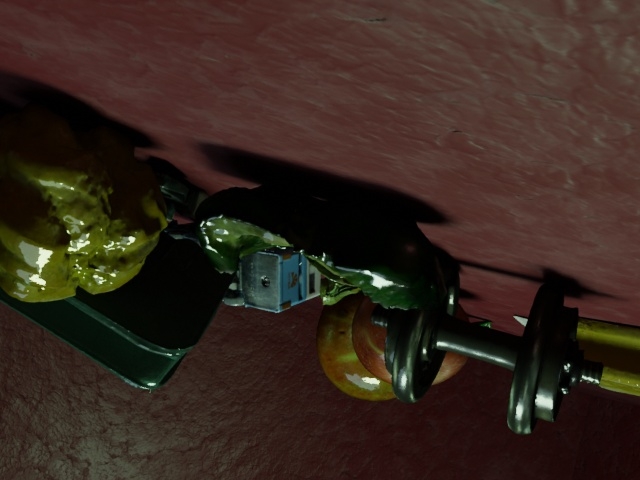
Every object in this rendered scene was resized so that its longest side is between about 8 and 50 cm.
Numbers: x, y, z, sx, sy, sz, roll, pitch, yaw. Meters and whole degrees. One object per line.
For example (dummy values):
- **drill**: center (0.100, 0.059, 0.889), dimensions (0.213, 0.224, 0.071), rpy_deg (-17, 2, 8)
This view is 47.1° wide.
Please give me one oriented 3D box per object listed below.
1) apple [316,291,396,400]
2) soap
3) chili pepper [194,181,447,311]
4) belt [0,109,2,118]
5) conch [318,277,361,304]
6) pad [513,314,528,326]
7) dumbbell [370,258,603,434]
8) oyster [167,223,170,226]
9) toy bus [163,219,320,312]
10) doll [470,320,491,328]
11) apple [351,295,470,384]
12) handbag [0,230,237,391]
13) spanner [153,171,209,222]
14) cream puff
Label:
- **apple**: center (0.107, 0.187, 1.440), dimensions (0.246, 0.246, 0.226), rpy_deg (17, 175, -6)
- **soap**: center (0.519, 0.192, 1.071), dimensions (0.199, 0.091, 0.315), rpy_deg (25, 168, -38)
- **chili pepper**: center (0.005, -0.006, 0.752), dimensions (0.264, 0.116, 0.148), rpy_deg (14, 160, 13)
- **belt**: center (-0.444, -0.121, 0.765), dimensions (0.230, 0.126, 0.140), rpy_deg (24, -163, -42)
- **conch**: center (0.041, 0.081, 1.309), dimensions (0.121, 0.074, 0.089), rpy_deg (-6, -166, 2)
- **pad**: center (0.456, 0.176, 1.369), dimensions (0.156, 0.004, 0.232), rpy_deg (12, 171, 31)
- **dumbbell**: center (0.200, 0.129, 0.916), dimensions (0.289, 0.192, 0.192), rpy_deg (13, 171, 22)
- **oyster**: center (-0.356, -0.033, 1.489), dimensions (0.132, 0.029, 0.086), rpy_deg (23, 164, -21)
- **toy bus**: center (-0.147, 0.035, 1.188), dimensions (0.297, 0.106, 0.131), rpy_deg (10, -164, 38)
- **doll**: center (0.247, 0.193, 1.560), dimensions (0.186, 0.134, 0.106), rpy_deg (16, 130, 45)
- **apple**: center (0.152, 0.150, 1.240), dimensions (0.201, 0.162, 0.201), rpy_deg (-2, 143, -1)
- **handbag**: center (-0.286, 0.030, 0.950), dimensions (0.326, 0.089, 0.238), rpy_deg (32, -149, -4)
- **spanner**: center (-0.198, -0.054, 1.005), dimensions (0.095, 0.040, 0.325), rpy_deg (16, 173, -3)
- **cream puff**: center (-0.253, -0.025, 0.764), dimensions (0.194, 0.195, 0.221), rpy_deg (18, 146, -11)
